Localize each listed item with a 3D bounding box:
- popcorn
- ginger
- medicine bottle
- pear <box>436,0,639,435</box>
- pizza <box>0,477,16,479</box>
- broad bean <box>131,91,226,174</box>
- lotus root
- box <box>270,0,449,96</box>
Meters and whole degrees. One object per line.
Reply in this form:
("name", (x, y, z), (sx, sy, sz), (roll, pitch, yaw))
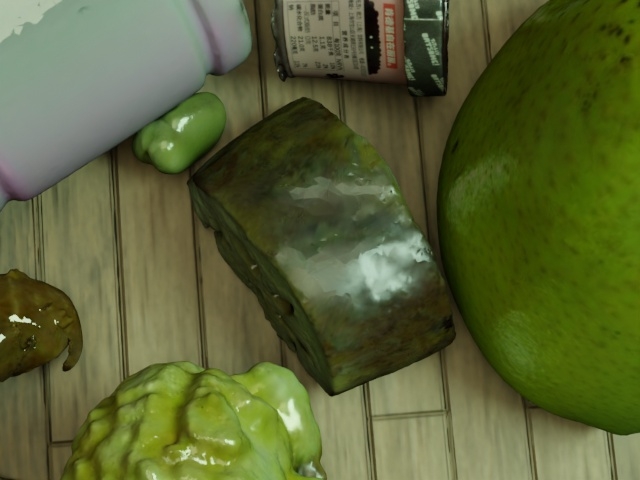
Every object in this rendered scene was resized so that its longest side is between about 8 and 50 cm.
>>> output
("popcorn", (-0.089, 0.207, 0.789), (0.195, 0.255, 0.256), (6, 125, 27))
("ginger", (-0.322, 0.127, 0.863), (0.309, 0.107, 0.133), (-41, 100, -8))
("medicine bottle", (-0.234, -0.137, 0.839), (0.325, 0.212, 0.212), (-35, 83, -9))
("pear", (0.219, -0.055, 0.795), (0.239, 0.318, 0.342), (24, 80, -2))
("pizza", (-0.284, 0.232, 0.879), (0.160, 0.036, 0.099), (-44, 84, -7))
("broad bean", (-0.108, -0.083, 0.914), (0.045, 0.063, 0.083), (35, 55, 25))
("lotus root", (0.000, 0.000, 0.879), (0.119, 0.138, 0.234), (-32, 77, -15))
("box", (0.031, -0.185, 0.893), (0.135, 0.151, 0.151), (-1, 81, 7))
